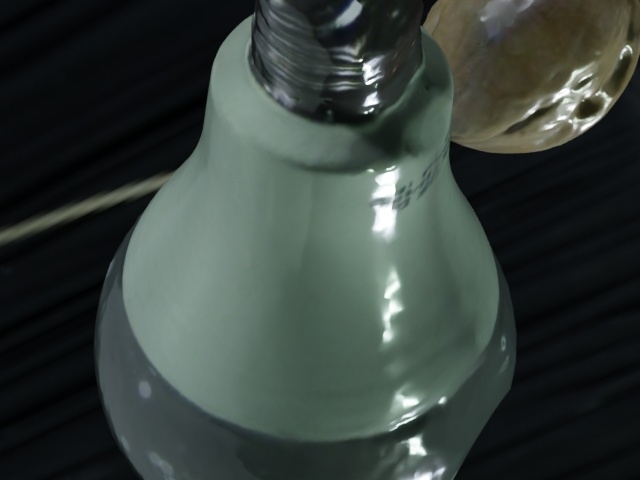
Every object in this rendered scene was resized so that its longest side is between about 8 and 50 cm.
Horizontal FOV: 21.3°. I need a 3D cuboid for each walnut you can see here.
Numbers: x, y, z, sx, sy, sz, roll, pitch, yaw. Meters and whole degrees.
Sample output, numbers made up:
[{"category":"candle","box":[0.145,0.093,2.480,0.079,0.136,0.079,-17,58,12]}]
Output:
[{"category":"walnut","box":[0.137,-0.129,1.122,0.140,0.162,0.140,31,9,-6]}]

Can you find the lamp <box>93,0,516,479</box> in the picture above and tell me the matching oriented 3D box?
[{"category":"lamp","box":[0.011,-0.004,0.696,0.182,0.314,0.182,12,39,-10]}]
